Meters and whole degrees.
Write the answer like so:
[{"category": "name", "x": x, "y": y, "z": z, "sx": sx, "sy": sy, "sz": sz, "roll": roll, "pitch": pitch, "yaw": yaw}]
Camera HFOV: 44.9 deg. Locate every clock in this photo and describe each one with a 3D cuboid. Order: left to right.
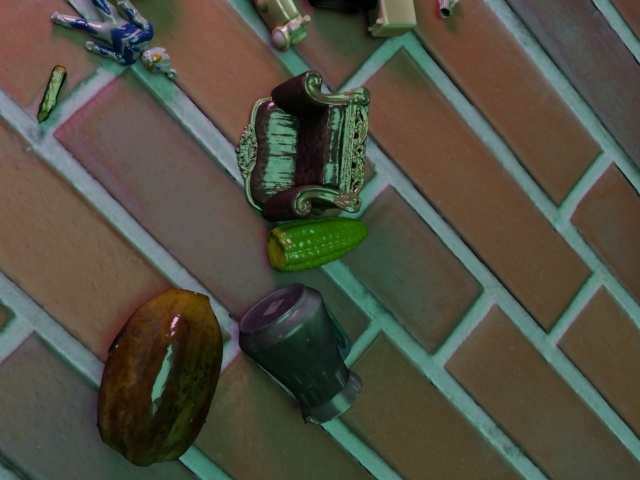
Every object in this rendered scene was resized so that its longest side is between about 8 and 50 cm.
[{"category": "clock", "x": -0.007, "y": -0.494, "z": 1.447, "sx": 0.379, "sy": 0.120, "sz": 0.277, "roll": -11, "pitch": 88, "yaw": -22}]

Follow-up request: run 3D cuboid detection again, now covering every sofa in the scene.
[{"category": "sofa", "x": -0.037, "y": -0.161, "z": 1.384, "sx": 0.182, "sy": 0.200, "sz": 0.258, "roll": 6, "pitch": 89, "yaw": -24}]

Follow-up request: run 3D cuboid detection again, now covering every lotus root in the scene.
[{"category": "lotus root", "x": -0.271, "y": 0.220, "z": 1.309, "sx": 0.193, "sy": 0.193, "sz": 0.291, "roll": 19, "pitch": 85, "yaw": -20}]

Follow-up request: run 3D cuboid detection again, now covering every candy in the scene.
[{"category": "candy", "x": 0.000, "y": 0.000, "z": 1.454, "sx": 0.209, "sy": 0.096, "sz": 0.097, "roll": -14, "pitch": 94, "yaw": -28}]

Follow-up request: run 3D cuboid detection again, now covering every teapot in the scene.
[{"category": "teapot", "x": -0.024, "y": 0.199, "z": 1.415, "sx": 0.225, "sy": 0.171, "sz": 0.203, "roll": 58, "pitch": 41, "yaw": -18}]

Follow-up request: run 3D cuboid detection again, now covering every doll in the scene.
[{"category": "doll", "x": -0.339, "y": -0.355, "z": 1.334, "sx": 0.227, "sy": 0.057, "sz": 0.114, "roll": 31, "pitch": 107, "yaw": -23}]

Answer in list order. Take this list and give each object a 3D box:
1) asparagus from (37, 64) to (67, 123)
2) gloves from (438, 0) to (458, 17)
[{"category": "asparagus", "x": -0.456, "y": -0.248, "z": 1.312, "sx": 0.025, "sy": 0.021, "sz": 0.108, "roll": 21, "pitch": 82, "yaw": -21}, {"category": "gloves", "x": 0.259, "y": -0.487, "z": 1.590, "sx": 0.081, "sy": 0.037, "sz": 0.044, "roll": -60, "pitch": 146, "yaw": -28}]
